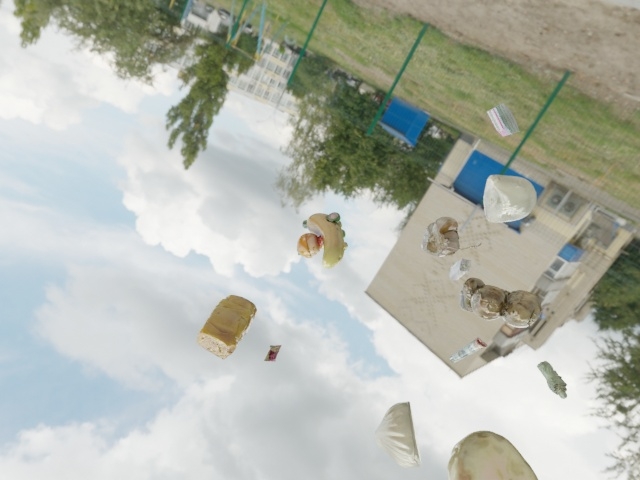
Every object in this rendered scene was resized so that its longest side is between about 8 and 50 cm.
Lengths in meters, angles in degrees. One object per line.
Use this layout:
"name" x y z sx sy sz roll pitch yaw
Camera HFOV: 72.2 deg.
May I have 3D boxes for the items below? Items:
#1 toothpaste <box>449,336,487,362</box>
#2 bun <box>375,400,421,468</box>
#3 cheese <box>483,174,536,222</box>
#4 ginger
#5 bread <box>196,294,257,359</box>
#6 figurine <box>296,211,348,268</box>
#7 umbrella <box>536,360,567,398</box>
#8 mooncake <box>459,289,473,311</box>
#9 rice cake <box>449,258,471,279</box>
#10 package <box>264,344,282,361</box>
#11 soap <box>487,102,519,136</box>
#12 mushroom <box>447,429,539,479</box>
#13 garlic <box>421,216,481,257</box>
"toothpaste" 0.722 0.542 2.159 0.062 0.239 0.039 43 -133 7
"bun" 0.319 0.821 1.850 0.175 0.263 0.263 -10 -163 8
"cheese" 0.756 -0.168 1.746 0.189 0.198 0.154 -8 -152 0
"ginger" 0.723 0.248 1.766 0.304 0.155 0.244 21 -160 10
"bread" -0.379 0.348 1.829 0.166 0.132 0.294 21 -150 5
"figurine" 0.000 0.000 1.882 0.222 0.124 0.325 -14 -139 4
"umbrella" 0.856 0.511 1.613 0.067 0.062 0.143 20 -142 -40
"mooncake" 0.792 0.291 2.166 0.234 0.117 0.235 5 180 0
"rice cake" 0.714 0.148 2.256 0.056 0.073 0.365 10 169 9
"package" -0.199 0.470 1.835 0.083 0.059 0.029 -70 -36 -45
"soap" 0.823 -0.536 1.972 0.100 0.056 0.149 -31 -86 -33
"mushroom" 0.647 0.900 1.647 0.353 0.325 0.353 27 166 7
"garlic" 0.592 0.013 2.019 0.256 0.207 0.207 22 -166 23
